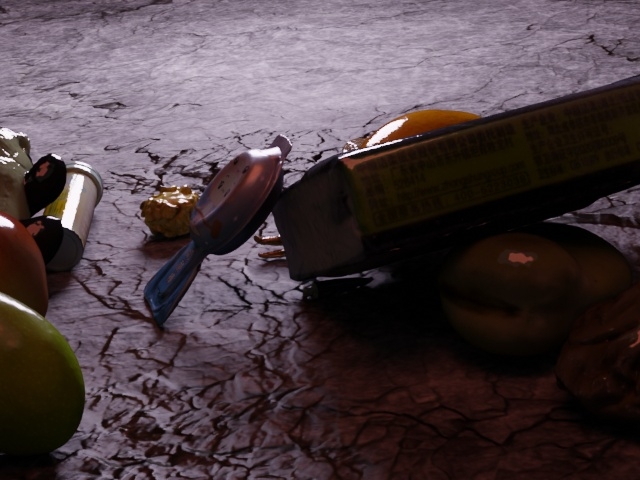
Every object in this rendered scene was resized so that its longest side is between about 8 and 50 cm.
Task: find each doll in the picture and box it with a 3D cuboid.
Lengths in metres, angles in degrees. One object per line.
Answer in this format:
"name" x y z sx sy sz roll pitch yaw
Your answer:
"doll" -0.387 -0.045 1.423 0.144 0.135 0.234 25 47 -35

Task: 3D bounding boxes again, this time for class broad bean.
"broad bean" 0.218 0.044 1.260 0.189 0.121 0.263 6 9 31

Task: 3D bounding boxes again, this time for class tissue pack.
"tissue pack" 0.169 -0.065 1.321 0.394 0.124 0.288 -16 -3 -18

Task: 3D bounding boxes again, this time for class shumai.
"shumai" 0.311 0.067 1.076 0.206 0.175 0.166 0 22 16

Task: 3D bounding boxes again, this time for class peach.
"peach" -0.367 0.047 1.245 0.184 0.184 0.184 -3 22 1

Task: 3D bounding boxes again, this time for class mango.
"mango" -0.355 0.116 1.087 0.293 0.175 0.143 8 -11 1
"mango" 0.142 -0.095 1.553 0.252 0.126 0.154 -27 48 -34

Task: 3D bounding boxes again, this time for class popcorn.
"popcorn" -0.194 -0.038 1.575 0.083 0.057 0.082 5 30 12

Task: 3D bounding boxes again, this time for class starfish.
"starfish" 0.001 -0.006 1.484 0.130 0.041 0.133 15 29 36

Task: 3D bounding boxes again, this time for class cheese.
"cheese" -0.114 -0.018 1.350 0.244 0.052 0.135 -50 23 4

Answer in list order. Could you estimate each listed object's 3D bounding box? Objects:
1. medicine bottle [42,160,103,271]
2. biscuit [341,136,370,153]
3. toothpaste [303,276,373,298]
"medicine bottle" -0.325 -0.031 1.565 0.074 0.073 0.218 -5 24 -3
"biscuit" 0.190 -0.118 1.728 0.320 0.047 0.183 -10 26 -16
"toothpaste" 0.020 0.051 1.370 0.083 0.019 0.027 -11 -5 -18
